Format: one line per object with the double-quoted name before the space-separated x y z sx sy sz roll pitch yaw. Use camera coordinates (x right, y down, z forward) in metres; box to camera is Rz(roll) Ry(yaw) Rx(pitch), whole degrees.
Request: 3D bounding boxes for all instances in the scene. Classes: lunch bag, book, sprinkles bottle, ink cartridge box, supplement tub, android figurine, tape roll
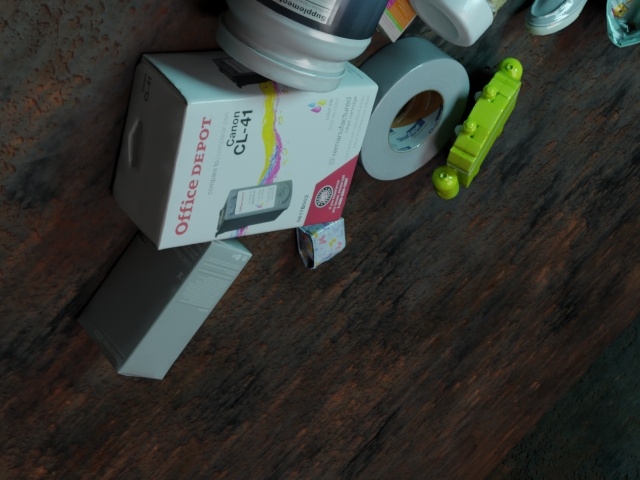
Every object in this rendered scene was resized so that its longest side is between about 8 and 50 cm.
"lunch bag" 0.000 0.000 1.777 0.071 0.053 0.083 -31 135 -26
"lunch bag" 0.600 -0.449 1.840 0.223 0.160 0.262 -39 163 -54
"book" 0.123 -0.366 1.539 0.144 0.035 0.096 -48 146 1
"sprinkles bottle" 0.276 -0.439 1.519 0.355 0.121 0.121 -50 148 -6
"ink cartridge box" -0.097 -0.127 1.440 0.306 0.131 0.226 -12 131 -38
"supplement tub" 0.001 -0.334 1.287 0.191 0.191 0.272 -3 128 -46
"android figurine" 0.261 -0.182 1.775 0.248 0.056 0.273 -59 169 -1
"tape roll" 0.126 -0.202 1.681 0.219 0.072 0.219 -30 145 -24

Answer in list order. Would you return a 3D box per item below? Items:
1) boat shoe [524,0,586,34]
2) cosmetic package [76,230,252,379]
"boat shoe" 0.408 -0.429 1.757 0.227 0.079 0.081 -45 141 -13
"cosmetic package" -0.222 0.067 1.534 0.238 0.127 0.107 -53 147 8
